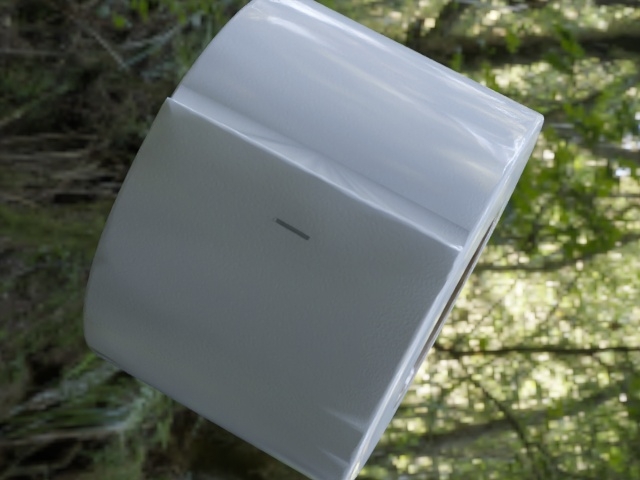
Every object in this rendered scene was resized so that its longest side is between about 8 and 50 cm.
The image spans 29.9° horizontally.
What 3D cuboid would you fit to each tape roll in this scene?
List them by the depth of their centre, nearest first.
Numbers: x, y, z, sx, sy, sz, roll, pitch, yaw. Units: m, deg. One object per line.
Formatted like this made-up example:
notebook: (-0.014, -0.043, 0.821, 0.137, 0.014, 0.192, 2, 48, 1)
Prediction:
tape roll: (0.000, 0.000, 0.696, 0.246, 0.169, 0.246, -60, 172, -14)
